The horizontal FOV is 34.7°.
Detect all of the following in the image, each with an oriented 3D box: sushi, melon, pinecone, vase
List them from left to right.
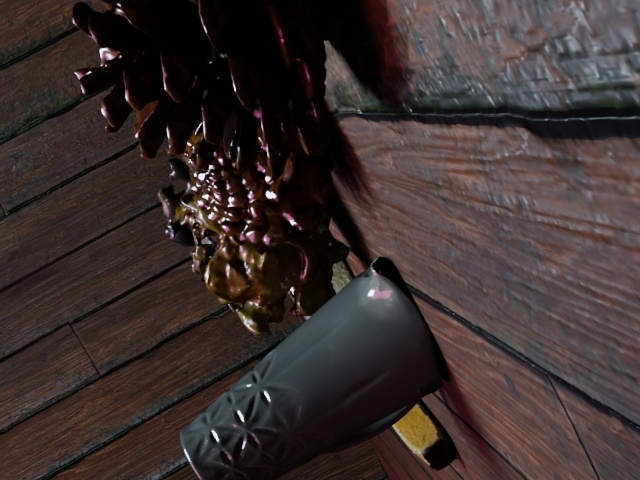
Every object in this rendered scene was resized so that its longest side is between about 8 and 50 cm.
[{"bbox_3d":[-0.081,-0.143,0.727,0.208,0.207,0.208,60,174,10],"label":"pinecone"},{"bbox_3d":[-0.078,-0.017,1.249,0.204,0.200,0.213,49,167,48],"label":"sushi"},{"bbox_3d":[-0.065,-0.080,1.050,0.179,0.150,0.195,59,174,13],"label":"pinecone"},{"bbox_3d":[-0.005,0.178,1.165,0.251,0.300,0.156,54,-179,-46],"label":"vase"},{"bbox_3d":[0.001,0.004,1.483,0.182,0.054,0.098,63,-171,-15],"label":"melon"}]

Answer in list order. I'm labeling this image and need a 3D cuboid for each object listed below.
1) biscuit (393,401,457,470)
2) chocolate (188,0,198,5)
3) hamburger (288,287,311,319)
[{"bbox_3d":[0.135,0.262,1.469,0.056,0.052,0.188,46,-178,-27],"label":"biscuit"},{"bbox_3d":[-0.155,-0.265,1.177,0.110,0.110,0.248,59,177,18],"label":"chocolate"},{"bbox_3d":[-0.010,0.064,1.562,0.140,0.062,0.133,58,-163,-7],"label":"hamburger"}]
